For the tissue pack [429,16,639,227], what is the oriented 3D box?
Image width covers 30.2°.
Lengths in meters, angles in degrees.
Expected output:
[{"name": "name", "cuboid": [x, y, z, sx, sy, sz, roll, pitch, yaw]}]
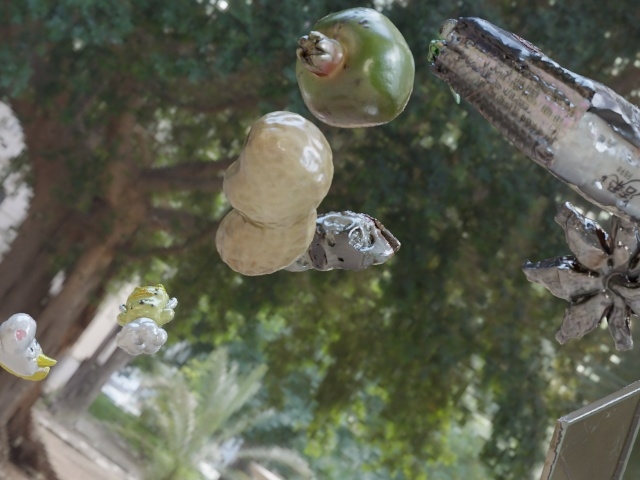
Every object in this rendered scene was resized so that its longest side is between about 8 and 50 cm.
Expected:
[{"name": "tissue pack", "cuboid": [0.304, -0.148, 1.454, 0.245, 0.123, 0.332, 24, 17, -31]}]

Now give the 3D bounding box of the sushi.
[{"name": "sushi", "cuboid": [0.000, 0.000, 2.531, 0.332, 0.130, 0.124, 4, -62, 25]}]

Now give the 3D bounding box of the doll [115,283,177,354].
[{"name": "doll", "cuboid": [-0.306, 0.137, 2.068, 0.162, 0.106, 0.062, -92, 172, -54]}]

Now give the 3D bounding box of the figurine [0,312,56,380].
[{"name": "figurine", "cuboid": [-0.526, 0.173, 1.982, 0.178, 0.129, 0.109, 11, 29, 0]}]

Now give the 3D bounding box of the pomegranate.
[{"name": "pomegranate", "cuboid": [0.038, -0.249, 1.689, 0.180, 0.180, 0.210, 29, 6, 29]}]

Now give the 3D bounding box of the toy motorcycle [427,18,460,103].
[{"name": "toy motorcycle", "cuboid": [0.307, -0.413, 2.709, 0.190, 0.106, 0.074, 64, 16, 19]}]

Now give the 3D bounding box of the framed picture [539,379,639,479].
[{"name": "framed picture", "cuboid": [0.403, 0.355, 1.809, 0.016, 0.213, 0.289, 38, -49, 40]}]

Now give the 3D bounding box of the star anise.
[{"name": "star anise", "cuboid": [0.442, 0.038, 1.830, 0.359, 0.316, 0.139, 40, 21, 4]}]

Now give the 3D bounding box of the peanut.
[{"name": "peanut", "cuboid": [-0.048, -0.039, 1.192, 0.104, 0.085, 0.228, 11, -40, -4]}]
